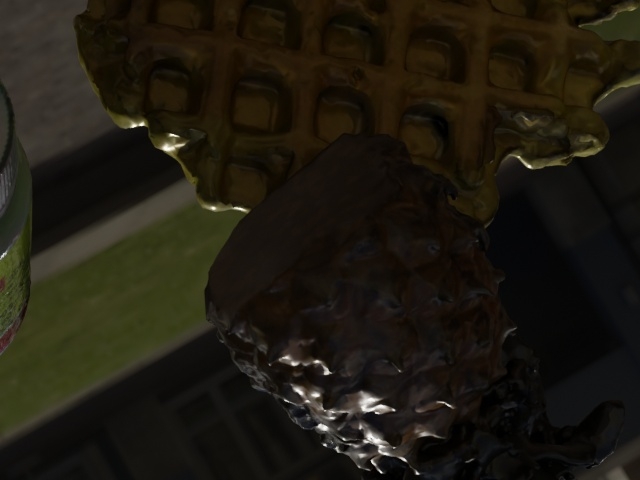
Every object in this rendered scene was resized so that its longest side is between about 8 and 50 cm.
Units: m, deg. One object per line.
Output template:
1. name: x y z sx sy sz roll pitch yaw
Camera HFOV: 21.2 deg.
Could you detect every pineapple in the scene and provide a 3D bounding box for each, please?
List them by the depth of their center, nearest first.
1. pineapple: 0.053 0.076 0.663 0.119 0.237 0.111 -42 -155 -9

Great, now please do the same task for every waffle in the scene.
1. waffle: 0.019 -0.140 0.914 0.312 0.307 0.060 -23 167 -23

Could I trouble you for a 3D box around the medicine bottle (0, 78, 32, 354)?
1. medicine bottle: -0.237 -0.012 0.989 0.139 0.139 0.225 -28 162 -21
